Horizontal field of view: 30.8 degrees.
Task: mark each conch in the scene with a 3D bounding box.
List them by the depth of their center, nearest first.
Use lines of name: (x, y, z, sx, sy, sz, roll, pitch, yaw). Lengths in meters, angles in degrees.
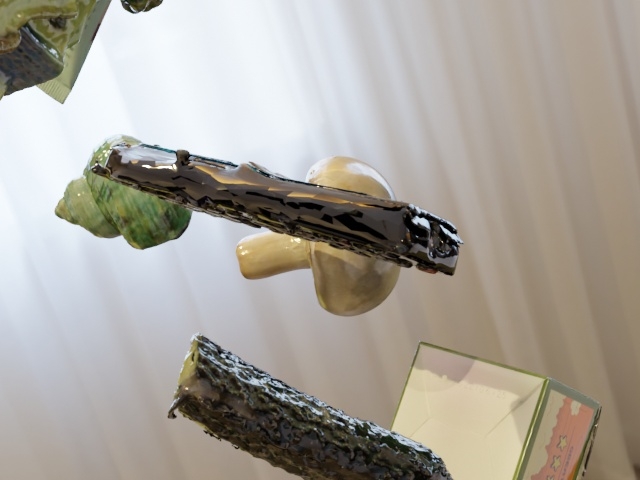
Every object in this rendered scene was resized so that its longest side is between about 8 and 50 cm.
conch: (-0.273, -0.064, 1.614, 0.188, 0.176, 0.122, -21, -17, 39)

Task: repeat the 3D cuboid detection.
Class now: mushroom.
mushroom: (0.000, 0.000, 1.494, 0.215, 0.207, 0.207, -11, 25, 8)

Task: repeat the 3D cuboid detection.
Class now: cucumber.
cucumber: (-0.005, 0.143, 0.834, 0.067, 0.245, 0.067, -42, 31, 31)

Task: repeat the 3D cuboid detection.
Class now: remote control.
remote control: (-0.047, -0.040, 1.169, 0.399, 0.062, 0.144, 15, -3, 33)

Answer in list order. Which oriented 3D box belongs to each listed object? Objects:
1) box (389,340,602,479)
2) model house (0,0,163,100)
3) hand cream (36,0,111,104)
box: (0.204, 0.241, 1.409, 0.195, 0.148, 0.177, 12, 78, 43)
model house: (-0.219, -0.182, 0.808, 0.195, 0.214, 0.189, 29, 80, 24)
hand cream: (-0.186, -0.271, 1.013, 0.331, 0.085, 0.058, -54, 1, 21)
